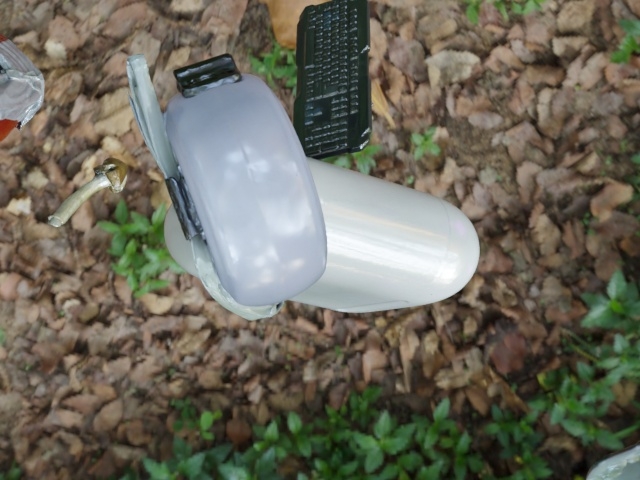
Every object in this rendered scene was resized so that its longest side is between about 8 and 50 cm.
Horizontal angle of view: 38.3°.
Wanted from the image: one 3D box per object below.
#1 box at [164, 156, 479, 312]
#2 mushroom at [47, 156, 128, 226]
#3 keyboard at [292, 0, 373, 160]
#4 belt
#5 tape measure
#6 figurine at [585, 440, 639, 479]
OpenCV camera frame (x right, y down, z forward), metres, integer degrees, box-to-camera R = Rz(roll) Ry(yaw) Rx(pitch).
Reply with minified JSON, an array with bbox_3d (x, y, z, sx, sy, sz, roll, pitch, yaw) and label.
[{"bbox_3d":[0.000,-0.001,1.148,0.349,0.141,0.289,15,163,-31],"label":"box"},{"bbox_3d":[-0.398,-0.075,1.579,0.060,0.187,0.061,-6,125,46],"label":"mushroom"},{"bbox_3d":[0.015,-0.209,1.151,0.106,0.262,0.016,-11,146,18],"label":"keyboard"},{"bbox_3d":[-0.603,-0.268,1.488,0.115,0.227,0.324,-39,154,31],"label":"belt"},{"bbox_3d":[-0.068,-0.041,0.700,0.105,0.178,0.196,-19,75,-9],"label":"tape measure"},{"bbox_3d":[0.272,0.290,0.603,0.323,0.340,0.231,-39,98,29],"label":"figurine"}]
